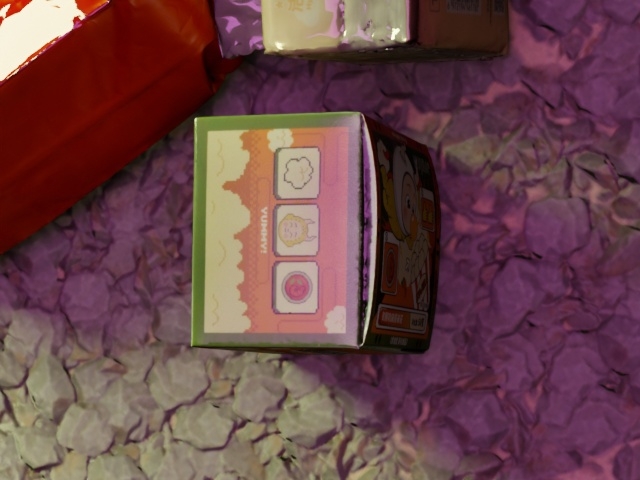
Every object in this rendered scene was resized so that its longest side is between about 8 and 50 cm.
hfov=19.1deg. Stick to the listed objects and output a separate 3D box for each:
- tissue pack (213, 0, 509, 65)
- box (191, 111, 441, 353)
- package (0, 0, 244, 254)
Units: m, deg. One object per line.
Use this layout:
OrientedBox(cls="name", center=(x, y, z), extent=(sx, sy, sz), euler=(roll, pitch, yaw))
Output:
OrientedBox(cls="tissue pack", center=(0.017, -0.291, 1.484), extent=(0.238, 0.238, 0.306), euler=(0, 94, 18))
OrientedBox(cls="box", center=(0.000, 0.000, 1.489), extent=(0.148, 0.195, 0.178), euler=(-2, 84, 17))
OrientedBox(cls="package", center=(-0.252, -0.114, 1.574), extent=(0.423, 0.196, 0.123), euler=(-34, 56, 12))
